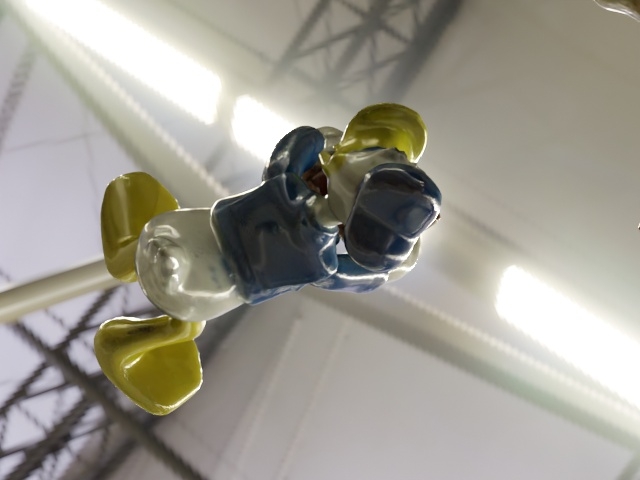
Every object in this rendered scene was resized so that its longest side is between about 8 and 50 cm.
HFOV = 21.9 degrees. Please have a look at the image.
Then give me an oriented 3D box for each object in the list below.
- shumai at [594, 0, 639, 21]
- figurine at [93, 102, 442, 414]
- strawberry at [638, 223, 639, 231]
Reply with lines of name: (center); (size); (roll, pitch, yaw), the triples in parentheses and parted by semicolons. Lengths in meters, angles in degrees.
shumai: (0.265, -0.307, 1.086); (0.262, 0.267, 0.314); (-29, -105, 63)
figurine: (0.000, 0.000, 1.316); (0.338, 0.283, 0.204); (-16, -89, 55)
strawberry: (0.321, 0.012, 1.219); (0.201, 0.184, 0.187); (31, -23, 35)
